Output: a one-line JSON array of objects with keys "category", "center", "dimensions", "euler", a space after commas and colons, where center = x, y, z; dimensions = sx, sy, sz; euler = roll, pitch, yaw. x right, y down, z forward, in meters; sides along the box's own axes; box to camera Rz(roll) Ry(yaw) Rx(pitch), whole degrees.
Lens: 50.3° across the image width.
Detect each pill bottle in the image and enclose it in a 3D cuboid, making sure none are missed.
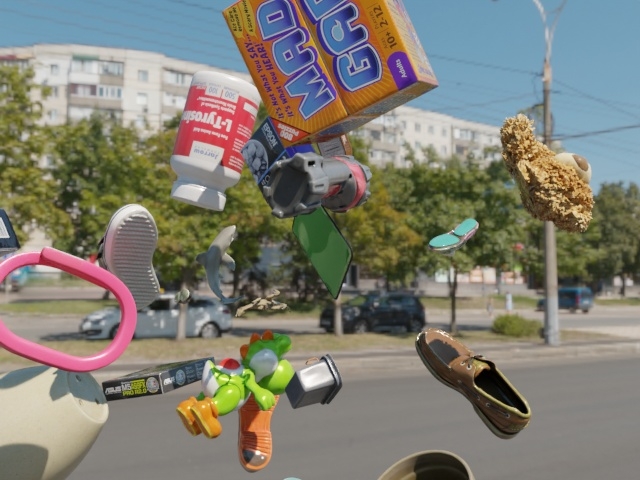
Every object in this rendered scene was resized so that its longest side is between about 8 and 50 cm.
[{"category": "pill bottle", "center": [-0.346, -0.311, 2.178], "dimensions": [0.229, 0.407, 0.229], "euler": [14, -4, 1]}]

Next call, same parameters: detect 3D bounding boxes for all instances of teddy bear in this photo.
[{"category": "teddy bear", "center": [0.414, -0.115, 1.241], "dimensions": [0.113, 0.245, 0.338], "euler": [-26, -11, 12]}]

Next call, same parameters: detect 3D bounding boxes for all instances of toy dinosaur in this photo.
[{"category": "toy dinosaur", "center": [-0.130, 0.160, 1.729], "dimensions": [0.183, 0.053, 0.093], "euler": [0, -17, -40]}]

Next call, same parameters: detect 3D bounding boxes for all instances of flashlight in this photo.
[{"category": "flashlight", "center": [-0.001, -0.083, 1.078], "dimensions": [0.103, 0.103, 0.304], "euler": [-21, 2, 21]}]

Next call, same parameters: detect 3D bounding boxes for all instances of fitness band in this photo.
[{"category": "fitness band", "center": [-0.500, 0.135, 1.311], "dimensions": [0.291, 0.209, 0.054], "euler": [27, -23, -26]}]

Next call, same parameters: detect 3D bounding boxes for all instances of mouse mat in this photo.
[{"category": "mouse mat", "center": [0.000, 0.000, 1.266], "dimensions": [0.007, 0.189, 0.152], "euler": [-16, -33, -25]}]

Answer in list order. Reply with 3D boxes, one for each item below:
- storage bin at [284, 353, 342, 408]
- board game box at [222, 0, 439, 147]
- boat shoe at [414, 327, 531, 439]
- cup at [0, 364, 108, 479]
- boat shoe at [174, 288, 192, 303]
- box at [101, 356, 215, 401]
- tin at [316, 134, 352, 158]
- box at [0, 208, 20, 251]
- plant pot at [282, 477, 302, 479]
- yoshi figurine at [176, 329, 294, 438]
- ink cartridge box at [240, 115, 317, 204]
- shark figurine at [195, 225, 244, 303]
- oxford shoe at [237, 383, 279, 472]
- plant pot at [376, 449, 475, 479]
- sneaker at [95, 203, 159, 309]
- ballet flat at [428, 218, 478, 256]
[{"category": "storage bin", "center": [-0.024, 0.323, 1.552], "dimensions": [0.091, 0.098, 0.135], "euler": [-12, -29, -28]}, {"category": "board game box", "center": [0.044, -0.472, 1.702], "dimensions": [0.356, 0.356, 0.356], "euler": [-24, 2, 19]}, {"category": "boat shoe", "center": [0.344, 0.294, 1.516], "dimensions": [0.111, 0.307, 0.104], "euler": [-34, -25, -31]}, {"category": "cup", "center": [-0.680, 0.442, 1.707], "dimensions": [0.237, 0.331, 0.331], "euler": [-32, -5, 2]}, {"category": "boat shoe", "center": [-0.513, 0.214, 2.589], "dimensions": [0.042, 0.048, 0.133], "euler": [15, -21, -27]}, {"category": "box", "center": [-0.473, 0.408, 2.022], "dimensions": [0.216, 0.060, 0.270], "euler": [-13, -4, 25]}, {"category": "tin", "center": [0.034, -0.321, 2.171], "dimensions": [0.106, 0.189, 0.040], "euler": [-13, 11, 42]}, {"category": "box", "center": [-0.816, 0.011, 1.528], "dimensions": [0.207, 0.108, 0.153], "euler": [-23, 2, 1]}, {"category": "plant pot", "center": [-0.111, 0.790, 1.833], "dimensions": [0.272, 0.255, 0.271], "euler": [35, 15, -11]}, {"category": "yoshi figurine", "center": [-0.197, 0.408, 1.859], "dimensions": [0.204, 0.203, 0.362], "euler": [36, 53, 23]}, {"category": "ink cartridge box", "center": [-0.119, -0.240, 1.906], "dimensions": [0.045, 0.206, 0.208], "euler": [2, -39, -48]}, {"category": "shark figurine", "center": [-0.344, 0.093, 2.158], "dimensions": [0.166, 0.278, 0.116], "euler": [-22, -30, 29]}, {"category": "oxford shoe", "center": [-0.210, 0.546, 2.155], "dimensions": [0.130, 0.363, 0.132], "euler": [12, -30, -9]}, {"category": "plant pot", "center": [0.321, 0.795, 1.871], "dimensions": [0.323, 0.280, 0.323], "euler": [-26, 19, 10]}, {"category": "sneaker", "center": [-0.448, 0.020, 1.555], "dimensions": [0.126, 0.127, 0.321], "euler": [-27, -33, -31]}, {"category": "ballet flat", "center": [0.443, 0.004, 2.258], "dimensions": [0.222, 0.079, 0.077], "euler": [-30, 43, -31]}]
